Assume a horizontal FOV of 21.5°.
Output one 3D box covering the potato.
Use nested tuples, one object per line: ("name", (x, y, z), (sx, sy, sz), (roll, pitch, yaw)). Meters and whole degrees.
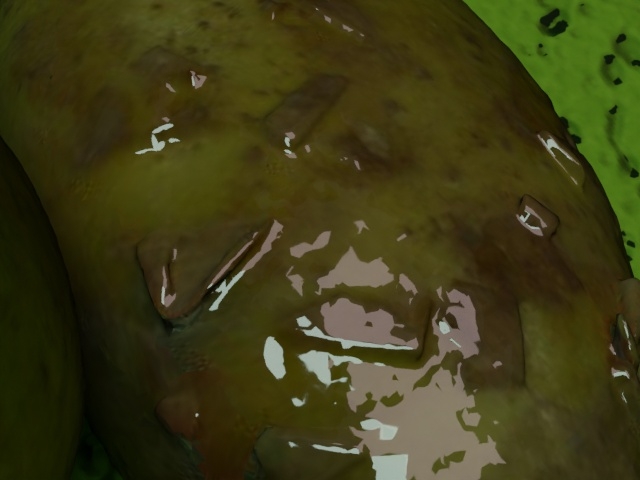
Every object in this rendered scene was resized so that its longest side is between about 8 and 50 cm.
("potato", (0.000, 0.000, 0.483), (0.176, 0.141, 0.298), (2, 53, -45))

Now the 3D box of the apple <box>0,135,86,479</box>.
("apple", (-0.146, 0.039, 0.379), (0.157, 0.196, 0.196), (46, 46, -29))
